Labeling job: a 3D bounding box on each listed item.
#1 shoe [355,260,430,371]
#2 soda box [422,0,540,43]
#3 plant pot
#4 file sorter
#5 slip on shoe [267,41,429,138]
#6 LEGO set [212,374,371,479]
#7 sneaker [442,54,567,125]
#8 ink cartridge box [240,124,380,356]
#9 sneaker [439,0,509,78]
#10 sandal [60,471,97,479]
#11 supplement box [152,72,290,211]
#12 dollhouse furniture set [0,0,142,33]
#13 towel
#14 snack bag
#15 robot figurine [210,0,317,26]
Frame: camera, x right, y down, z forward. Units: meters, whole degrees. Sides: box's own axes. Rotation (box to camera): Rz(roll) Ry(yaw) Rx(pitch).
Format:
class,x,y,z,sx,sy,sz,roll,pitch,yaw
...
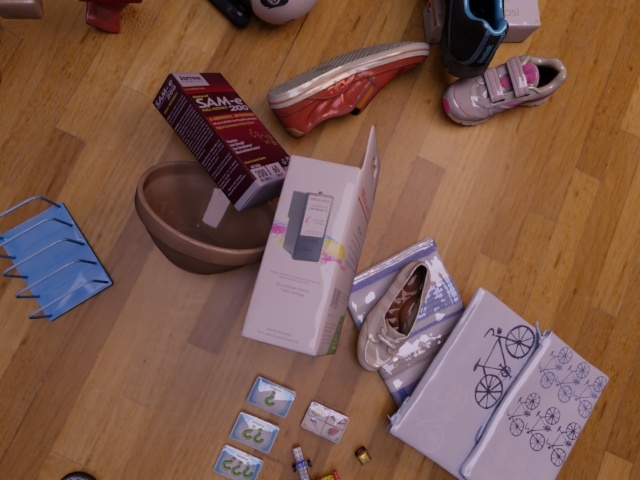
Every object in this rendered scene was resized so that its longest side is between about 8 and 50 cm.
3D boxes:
class,x,y,z,sx,sy,sz,roll,pitch,yaw
shoe,0.129,0.130,0.844,0.076,0.058,0.219,29,84,-3
soda box,0.319,-0.444,0.964,0.216,0.069,0.074,-4,84,-7
plant pot,-0.192,-0.022,0.802,0.237,0.237,0.110,28,122,-4
file sorter,-0.449,0.031,0.788,0.118,0.104,0.170,-33,89,-9
slip on shoe,0.061,-0.290,0.902,0.331,0.123,0.101,-29,120,-15
LEGO set,-0.038,0.369,0.830,0.244,0.060,0.182,26,84,-4
sneaker,0.358,-0.302,0.931,0.252,0.111,0.103,-20,86,-9
ink cartridge box,0.000,0.000,0.793,0.119,0.207,0.353,13,80,13
sneaker,0.269,-0.473,0.855,0.125,0.139,0.341,-9,83,-7
sandal,-0.444,0.497,0.768,0.097,0.054,0.254,39,70,-9
supplement box,-0.156,-0.174,0.823,0.239,0.130,0.073,50,124,6
dollhouse furniture set,-0.483,-0.373,0.791,0.374,0.201,0.152,-5,84,-15
towel,0.181,0.159,0.894,0.209,0.034,0.285,-25,88,-9
snack bag,0.332,0.292,0.873,0.342,0.037,0.323,38,81,-11
robot figurine,-0.115,-0.521,0.861,0.278,0.209,0.173,46,67,0
